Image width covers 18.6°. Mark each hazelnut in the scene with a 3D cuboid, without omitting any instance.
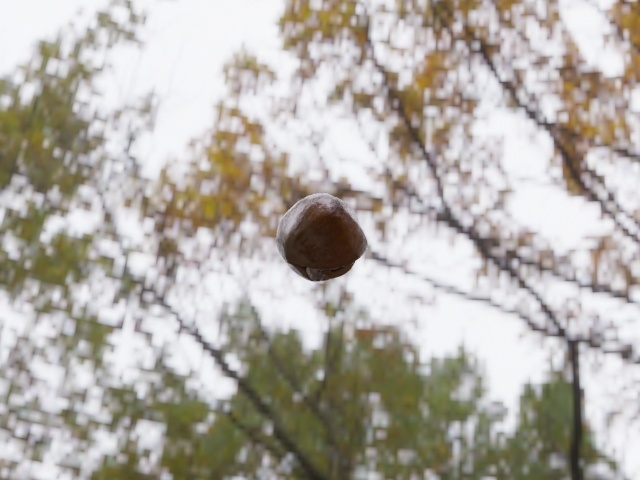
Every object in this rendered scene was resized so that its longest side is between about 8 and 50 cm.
[{"bbox_3d":[0.000,0.000,1.768,0.086,0.086,0.086,3,-47,3],"label":"hazelnut"}]
